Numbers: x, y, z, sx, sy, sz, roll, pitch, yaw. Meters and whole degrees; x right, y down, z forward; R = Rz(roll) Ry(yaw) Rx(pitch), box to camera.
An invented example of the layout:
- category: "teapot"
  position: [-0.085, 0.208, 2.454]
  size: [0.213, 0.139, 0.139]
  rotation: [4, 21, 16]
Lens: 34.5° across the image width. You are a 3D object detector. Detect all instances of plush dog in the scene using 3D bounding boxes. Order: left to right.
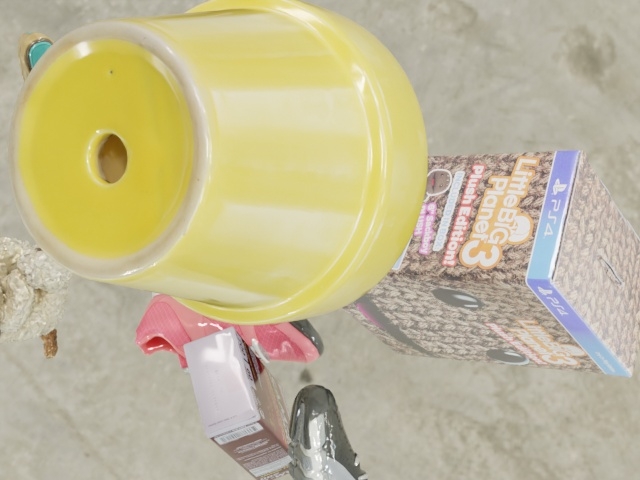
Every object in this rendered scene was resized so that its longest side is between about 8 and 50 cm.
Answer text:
- category: "plush dog"
  position: [-0.553, 0.111, 1.719]
  size: [0.262, 0.225, 0.211]
  rotation: [10, 105, 51]

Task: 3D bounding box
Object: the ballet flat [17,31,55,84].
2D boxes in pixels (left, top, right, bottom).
- category: "ballet flat"
  position: [-0.458, -0.243, 1.728]
  size: [0.073, 0.080, 0.232]
  rotation: [35, 137, 43]

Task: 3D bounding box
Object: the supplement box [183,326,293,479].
- category: "supplement box"
  position: [-0.096, 0.222, 1.357]
  size: [0.073, 0.130, 0.239]
  rotation: [-21, 151, 3]

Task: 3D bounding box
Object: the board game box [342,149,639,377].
- category: "board game box"
  position: [0.169, 0.027, 1.094]
  size: [0.291, 0.141, 0.232]
  rotation: [1, 153, 37]

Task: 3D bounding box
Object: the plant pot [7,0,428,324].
- category: "plant pot"
  position: [-0.081, -0.059, 0.739]
  size: [0.253, 0.239, 0.254]
  rotation: [1, 93, 29]

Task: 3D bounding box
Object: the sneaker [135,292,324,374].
- category: "sneaker"
  position: [-0.139, 0.151, 1.517]
  size: [0.313, 0.136, 0.116]
  rotation: [11, 145, 31]

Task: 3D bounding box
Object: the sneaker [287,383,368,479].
- category: "sneaker"
  position: [0.044, 0.234, 0.913]
  size: [0.132, 0.086, 0.229]
  rotation: [-5, 97, -11]
